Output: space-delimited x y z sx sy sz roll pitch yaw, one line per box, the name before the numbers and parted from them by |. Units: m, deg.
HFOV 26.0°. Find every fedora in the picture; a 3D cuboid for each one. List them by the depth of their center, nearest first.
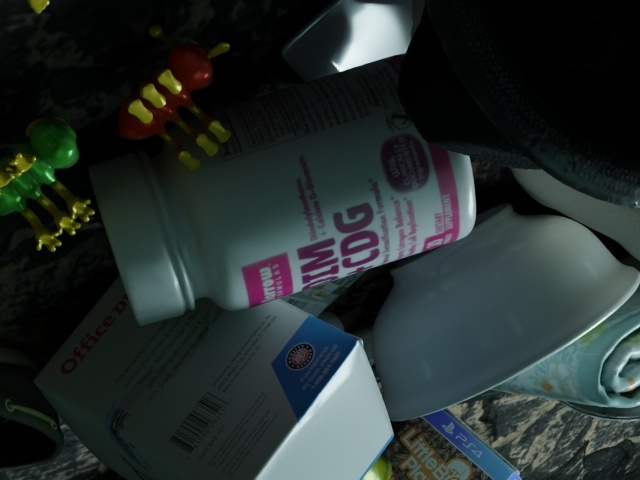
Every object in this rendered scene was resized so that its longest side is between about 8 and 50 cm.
fedora | 0.169 -0.142 1.019 0.334 0.334 0.152 -7 163 -38

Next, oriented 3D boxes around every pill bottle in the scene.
pill bottle | -0.032 -0.037 1.116 0.283 0.160 0.160 -18 144 -7

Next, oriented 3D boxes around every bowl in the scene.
bowl | 0.163 0.053 1.412 0.297 0.134 0.298 -30 -179 1

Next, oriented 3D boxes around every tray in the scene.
tray | 0.070 -0.157 1.215 0.145 0.030 0.270 -41 147 6

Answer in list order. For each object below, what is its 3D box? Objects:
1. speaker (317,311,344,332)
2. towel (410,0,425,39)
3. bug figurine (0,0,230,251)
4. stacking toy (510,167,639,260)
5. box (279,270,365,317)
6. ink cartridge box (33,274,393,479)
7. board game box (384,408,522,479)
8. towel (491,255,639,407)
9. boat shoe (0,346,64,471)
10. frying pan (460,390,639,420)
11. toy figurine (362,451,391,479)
speaker | -0.040 0.101 1.401 0.136 0.055 0.055 -1 132 -43
towel | 0.201 -0.320 1.090 0.317 0.053 0.332 -31 145 -21
bug figurine | -0.192 -0.123 0.955 0.216 0.072 0.279 -43 137 -2
stacking toy | 0.417 -0.207 1.319 0.350 0.350 0.480 9 106 -48
box | 0.000 0.000 1.304 0.186 0.038 0.145 -43 146 26
ink cartridge box | -0.089 0.143 1.200 0.171 0.232 0.168 -51 148 -21
board game box | 0.111 0.366 1.711 0.291 0.141 0.232 -47 156 -6
towel | 0.362 0.090 1.577 0.374 0.090 0.320 -20 -175 -24
boat shoe | -0.343 0.142 1.129 0.305 0.091 0.109 8 126 -48
frying pan | 0.306 0.143 1.740 0.197 0.326 0.053 -68 159 -51
toy figurine | -0.070 0.284 1.477 0.362 0.191 0.217 -36 122 -20
